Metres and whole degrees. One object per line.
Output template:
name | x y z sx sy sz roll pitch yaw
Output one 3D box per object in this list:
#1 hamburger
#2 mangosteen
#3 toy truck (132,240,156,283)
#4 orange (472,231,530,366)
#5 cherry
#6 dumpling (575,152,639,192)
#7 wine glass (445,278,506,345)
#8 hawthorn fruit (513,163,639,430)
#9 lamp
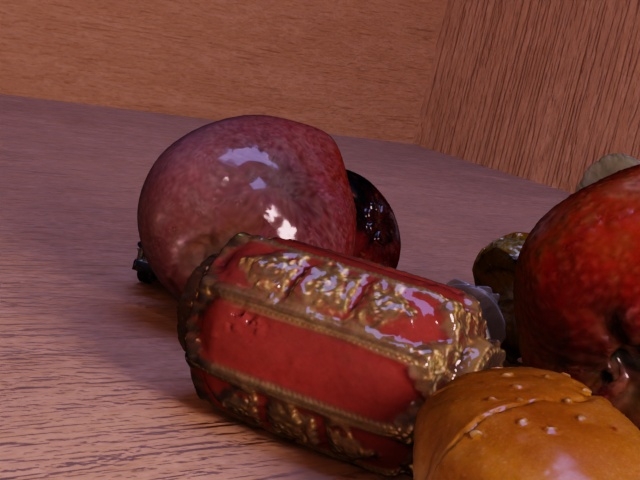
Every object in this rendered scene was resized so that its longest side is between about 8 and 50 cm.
hamburger | 0.141 0.174 0.883 0.156 0.144 0.283 9 13 -21
mangosteen | 0.000 0.000 1.652 0.200 0.200 0.200 13 10 -2
toy truck | -0.158 0.009 1.574 0.074 0.088 0.201 14 10 14
orange | 0.250 0.064 1.538 0.112 0.170 0.160 -23 66 -42
cherry | -0.073 -0.021 1.428 0.239 0.206 0.239 31 26 -17
dumpling | 0.474 0.034 1.975 0.320 0.212 0.270 4 -35 40
wine glass | 0.129 0.104 1.374 0.103 0.103 0.222 15 10 13
hawthorn fruit | 0.355 0.033 1.366 0.284 0.285 0.369 18 47 25
lamp | 0.014 0.093 1.126 0.274 0.177 0.177 19 12 22
